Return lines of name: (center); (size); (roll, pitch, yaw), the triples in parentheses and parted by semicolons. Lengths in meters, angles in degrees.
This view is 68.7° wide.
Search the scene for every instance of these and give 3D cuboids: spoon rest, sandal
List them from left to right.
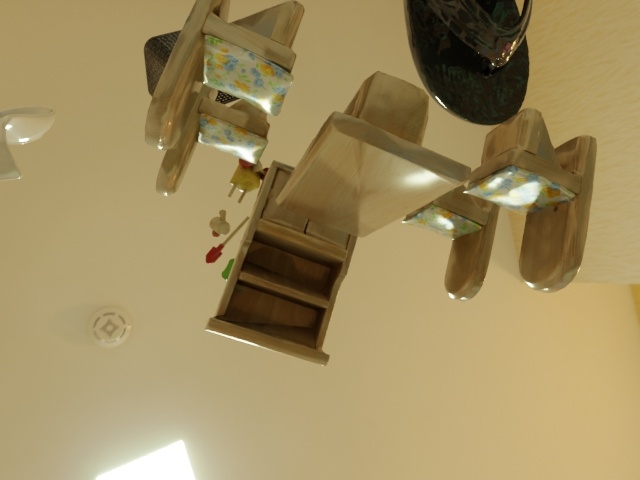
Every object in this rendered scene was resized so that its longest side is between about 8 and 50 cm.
spoon rest: (-0.559, -0.201, 0.844); (0.138, 0.276, 0.084); (-12, -54, -17)
sandal: (0.184, -0.354, 0.593); (0.168, 0.107, 0.445); (-22, -68, -5)

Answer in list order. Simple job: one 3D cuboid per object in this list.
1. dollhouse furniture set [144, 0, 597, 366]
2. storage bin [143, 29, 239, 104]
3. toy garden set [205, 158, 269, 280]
dollhouse furniture set: (0.000, 0.000, 0.527); (0.363, 0.394, 0.256); (20, -106, -12)
storage bin: (-0.221, -0.317, 0.868); (0.084, 0.122, 0.180); (42, -126, 20)
toy garden set: (-0.128, -0.037, 0.899); (0.204, 0.049, 0.244); (33, -92, -48)
